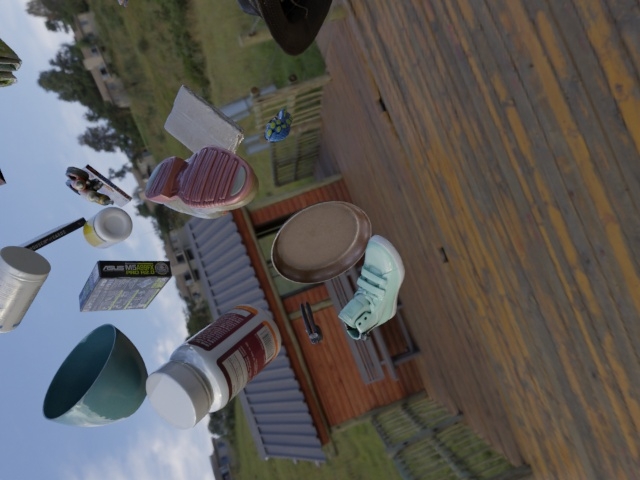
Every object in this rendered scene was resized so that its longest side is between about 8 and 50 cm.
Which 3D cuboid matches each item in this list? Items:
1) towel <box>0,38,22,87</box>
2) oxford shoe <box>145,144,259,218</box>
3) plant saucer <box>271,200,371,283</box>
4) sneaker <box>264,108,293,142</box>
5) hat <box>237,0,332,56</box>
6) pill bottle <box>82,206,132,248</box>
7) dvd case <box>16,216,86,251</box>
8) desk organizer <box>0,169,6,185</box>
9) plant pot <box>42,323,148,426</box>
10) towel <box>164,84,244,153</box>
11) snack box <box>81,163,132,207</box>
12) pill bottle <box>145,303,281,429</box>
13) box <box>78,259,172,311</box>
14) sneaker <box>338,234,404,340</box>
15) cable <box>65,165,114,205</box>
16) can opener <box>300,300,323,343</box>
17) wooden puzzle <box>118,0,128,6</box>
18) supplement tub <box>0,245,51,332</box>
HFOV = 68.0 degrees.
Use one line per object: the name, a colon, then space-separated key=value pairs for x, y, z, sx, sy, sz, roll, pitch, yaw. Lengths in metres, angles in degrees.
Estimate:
towel: x=-0.788 y=-0.434 z=0.861 sx=0.374 sy=0.090 sz=0.320 roll=44 pitch=-168 yaw=-9
oxford shoe: x=-0.244 y=-0.118 z=1.071 sx=0.397 sy=0.140 sz=0.146 roll=11 pitch=165 yaw=47
plant saucer: x=0.000 y=0.000 z=1.399 sx=0.310 sy=0.311 sz=0.050 roll=77 pitch=169 yaw=-45
sneaker: x=-0.138 y=-0.354 z=1.513 sx=0.067 sy=0.078 sz=0.188 roll=40 pitch=-147 yaw=-18
hat: x=-0.096 y=-0.527 z=0.929 sx=0.331 sy=0.134 sz=0.331 roll=7 pitch=-90 yaw=-65
pill bottle: x=-0.624 y=-0.031 z=1.376 sx=0.184 sy=0.103 sz=0.103 roll=-13 pitch=98 yaw=48
dvd case: x=-0.833 y=0.006 z=1.399 sx=0.179 sy=0.239 sz=0.029 roll=-9 pitch=113 yaw=41
desk organizer: x=-1.031 y=-0.229 z=1.472 sx=0.130 sy=0.050 sz=0.047 roll=62 pitch=162 yaw=8
plant pot: x=-0.621 y=0.418 z=1.386 sx=0.195 sy=0.290 sz=0.290 roll=45 pitch=-172 yaw=-33
towel: x=-0.406 y=-0.389 z=1.661 sx=0.282 sy=0.187 sz=0.049 roll=39 pitch=-149 yaw=4
snack box: x=-0.732 y=-0.183 z=1.613 sx=0.178 sy=0.064 sz=0.022 roll=43 pitch=-137 yaw=-30
pill bottle: x=-0.315 y=0.375 z=1.451 sx=0.392 sy=0.224 sz=0.224 roll=-34 pitch=-70 yaw=-53
box: x=-0.626 y=0.148 z=1.514 sx=0.270 sy=0.216 sz=0.060 roll=-41 pitch=58 yaw=43
sneaker: x=0.110 y=0.119 z=1.082 sx=0.094 sy=0.151 sz=0.255 roll=28 pitch=137 yaw=38
cable: x=-0.719 y=-0.158 z=1.400 sx=0.287 sy=0.072 sz=0.139 roll=6 pitch=155 yaw=43
can opener: x=-0.044 y=0.350 z=2.017 sx=0.073 sy=0.059 sz=0.186 roll=-5 pitch=-109 yaw=-85
wooden puzzle: x=-0.472 y=-0.584 z=1.108 sx=0.049 sy=0.006 sz=0.083 roll=-4 pitch=113 yaw=57
supplement tub: x=-0.438 y=0.069 z=0.668 sx=0.071 sy=0.107 sz=0.071 roll=34 pitch=-171 yaw=-6
